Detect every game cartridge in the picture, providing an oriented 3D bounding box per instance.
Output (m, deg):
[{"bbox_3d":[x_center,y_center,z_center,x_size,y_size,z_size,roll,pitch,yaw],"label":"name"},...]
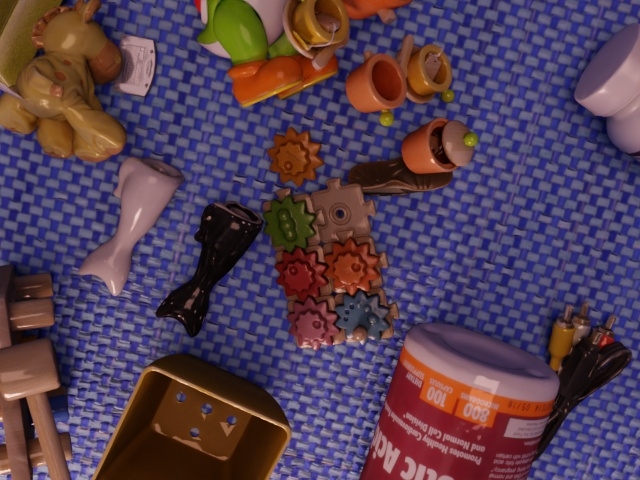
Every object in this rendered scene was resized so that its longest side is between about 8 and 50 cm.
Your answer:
[{"bbox_3d":[-0.266,-0.252,0.970,0.056,0.017,0.083,12,99,0],"label":"game cartridge"}]

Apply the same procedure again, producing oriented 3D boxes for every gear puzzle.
[{"bbox_3d":[0.000,0.000,0.979,0.176,0.044,0.338,-10,100,20],"label":"gear puzzle"}]

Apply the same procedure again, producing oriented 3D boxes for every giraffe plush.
[{"bbox_3d":[-0.340,-0.228,0.907,0.182,0.210,0.170,7,66,21],"label":"giraffe plush"}]

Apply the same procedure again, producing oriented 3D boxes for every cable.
[{"bbox_3d":[0.385,0.234,1.065,0.140,0.072,0.287,15,111,-21],"label":"cable"}]

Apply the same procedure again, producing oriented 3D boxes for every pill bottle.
[{"bbox_3d":[0.516,-0.166,0.932,0.302,0.169,0.169,32,97,-7],"label":"pill bottle"},{"bbox_3d":[0.177,0.337,0.974,0.224,0.224,0.391,16,98,-4],"label":"pill bottle"}]

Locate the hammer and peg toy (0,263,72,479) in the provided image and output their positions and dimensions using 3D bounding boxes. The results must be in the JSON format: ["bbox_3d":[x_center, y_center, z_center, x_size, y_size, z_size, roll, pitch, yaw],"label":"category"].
[{"bbox_3d":[-0.401,0.188,0.870,0.128,0.361,0.265,-7,101,-21],"label":"hammer and peg toy"}]

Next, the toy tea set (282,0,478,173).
[{"bbox_3d":[0.116,-0.243,0.877,0.336,0.124,0.200,45,57,-25],"label":"toy tea set"}]

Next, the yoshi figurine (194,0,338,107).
[{"bbox_3d":[-0.084,-0.376,0.879,0.203,0.203,0.362,-25,97,-14],"label":"yoshi figurine"}]

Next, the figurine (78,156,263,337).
[{"bbox_3d":[-0.226,0.012,0.983,0.215,0.092,0.209,29,101,-5],"label":"figurine"}]

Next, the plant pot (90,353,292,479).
[{"bbox_3d":[-0.177,0.280,0.973,0.212,0.187,0.212,26,98,-6],"label":"plant pot"}]

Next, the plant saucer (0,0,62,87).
[{"bbox_3d":[-0.468,-0.332,0.921,0.188,0.045,0.188,31,97,3],"label":"plant saucer"}]

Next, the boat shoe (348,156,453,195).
[{"bbox_3d":[0.117,-0.094,0.992,0.152,0.049,0.056,0,81,2],"label":"boat shoe"}]
